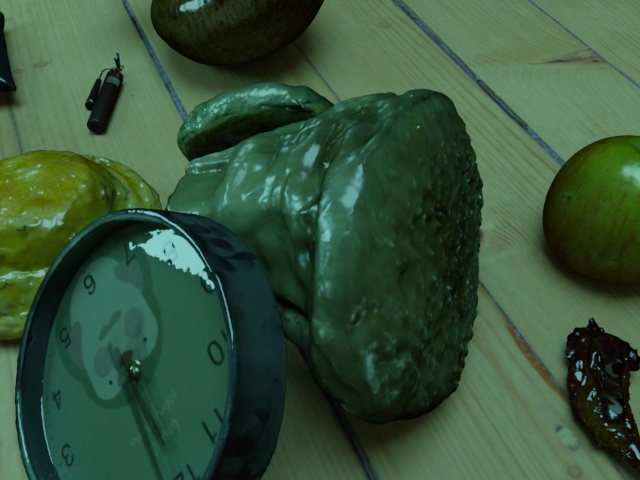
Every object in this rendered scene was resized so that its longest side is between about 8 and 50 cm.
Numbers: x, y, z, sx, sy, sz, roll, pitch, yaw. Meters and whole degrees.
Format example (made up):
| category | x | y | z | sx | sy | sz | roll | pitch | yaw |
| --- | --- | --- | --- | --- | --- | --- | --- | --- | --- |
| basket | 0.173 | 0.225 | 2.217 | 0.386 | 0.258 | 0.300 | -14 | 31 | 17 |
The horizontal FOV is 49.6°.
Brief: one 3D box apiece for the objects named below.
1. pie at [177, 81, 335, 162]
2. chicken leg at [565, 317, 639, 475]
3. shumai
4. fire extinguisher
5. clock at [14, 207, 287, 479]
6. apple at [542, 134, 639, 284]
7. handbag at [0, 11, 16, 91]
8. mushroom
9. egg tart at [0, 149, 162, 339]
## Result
| category | x | y | z | sx | sy | sz | roll | pitch | yaw |
| --- | --- | --- | --- | --- | --- | --- | --- | --- | --- |
| pie | -0.069 | -0.131 | 0.912 | 0.241 | 0.240 | 0.054 | -4 | 70 | -6 |
| chicken leg | 0.324 | 0.178 | 0.767 | 0.090 | 0.048 | 0.219 | 2 | 48 | 3 |
| shumai | 0.000 | 0.000 | 0.771 | 0.324 | 0.324 | 0.397 | 5 | 26 | 26 |
| fire extinguisher | -0.355 | -0.238 | 1.133 | 0.049 | 0.035 | 0.173 | -25 | 41 | 27 |
| clock | -0.172 | 0.125 | 0.646 | 0.066 | 0.318 | 0.319 | 15 | 27 | -53 |
| apple | 0.392 | -0.044 | 0.887 | 0.196 | 0.196 | 0.195 | 1 | 48 | -1 |
| handbag | -0.626 | -0.306 | 1.144 | 0.211 | 0.088 | 0.254 | -11 | 48 | -20 |
| mushroom | -0.162 | -0.483 | 1.167 | 0.334 | 0.356 | 0.331 | -7 | 24 | 33 |
| egg tart | -0.362 | -0.026 | 0.874 | 0.319 | 0.128 | 0.318 | 0 | 47 | 0 |
